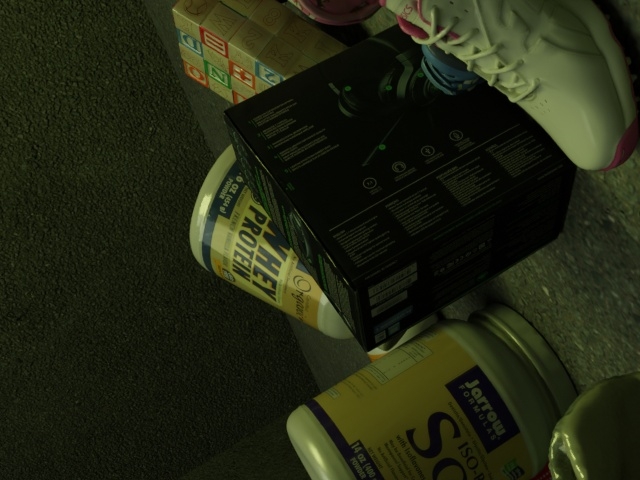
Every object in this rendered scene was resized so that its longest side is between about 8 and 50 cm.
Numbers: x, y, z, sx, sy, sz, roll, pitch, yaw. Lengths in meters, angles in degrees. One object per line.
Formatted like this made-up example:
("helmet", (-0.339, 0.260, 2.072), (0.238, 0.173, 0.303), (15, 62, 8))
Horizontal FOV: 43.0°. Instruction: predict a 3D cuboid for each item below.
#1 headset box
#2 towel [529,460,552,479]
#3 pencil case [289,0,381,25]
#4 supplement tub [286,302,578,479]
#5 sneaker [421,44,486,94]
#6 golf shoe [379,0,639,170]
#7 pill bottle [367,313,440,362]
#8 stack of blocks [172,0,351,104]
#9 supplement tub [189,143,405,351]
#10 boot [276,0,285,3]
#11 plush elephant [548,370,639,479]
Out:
("headset box", (0.068, -0.074, 0.844), (0.283, 0.246, 0.131), (53, 166, 31))
("towel", (0.269, 0.368, 1.103), (0.031, 0.199, 0.275), (63, 177, -36))
("pencil case", (-0.055, -0.376, 0.871), (0.386, 0.160, 0.167), (51, 132, 43))
("supplement tub", (0.148, 0.252, 1.078), (0.241, 0.331, 0.241), (56, 168, 18))
("sneaker", (0.119, -0.157, 0.728), (0.144, 0.059, 0.053), (-10, -110, -61))
("golf shoe", (0.126, -0.173, 0.633), (0.306, 0.140, 0.115), (59, 167, 3))
("pill bottle", (0.157, 0.193, 1.392), (0.245, 0.136, 0.136), (62, 169, -8))
("stack of blocks", (-0.045, -0.218, 1.088), (0.297, 0.087, 0.171), (33, 164, 7))
("supplement tub", (0.000, 0.000, 1.154), (0.316, 0.228, 0.228), (26, 156, 18))
("boot", (-0.142, -0.451, 1.193), (0.338, 0.118, 0.222), (31, 143, 57))
("plush elephant", (0.269, 0.133, 0.388), (0.272, 0.255, 0.330), (43, 168, 18))
